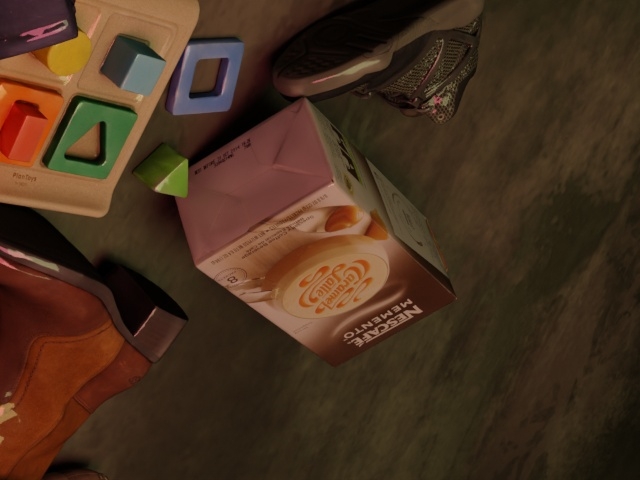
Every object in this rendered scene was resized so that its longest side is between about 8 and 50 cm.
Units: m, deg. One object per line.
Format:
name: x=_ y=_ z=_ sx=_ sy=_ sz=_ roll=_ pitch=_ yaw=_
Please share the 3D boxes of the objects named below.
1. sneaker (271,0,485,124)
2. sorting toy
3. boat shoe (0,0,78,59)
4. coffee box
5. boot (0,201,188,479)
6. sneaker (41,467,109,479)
sneaker: x=0.058 y=-0.142 z=1.377 sx=0.227 sy=0.087 sz=0.130 roll=-31 pitch=131 yaw=-35
sorting toy: x=-0.184 y=-0.110 z=1.179 sx=0.347 sy=0.047 sz=0.196 roll=9 pitch=111 yaw=-49
boat shoe: x=-0.293 y=-0.155 z=0.885 sx=0.340 sy=0.127 sz=0.158 roll=-5 pitch=145 yaw=2
coffee box: x=0.000 y=0.000 z=1.378 sx=0.141 sy=0.098 sz=0.246 roll=-30 pitch=145 yaw=15
boot: x=-0.272 y=0.116 z=1.254 sx=0.280 sy=0.096 sz=0.264 roll=-48 pitch=150 yaw=4
sneaker: x=-0.232 y=0.289 z=1.414 sx=0.071 sy=0.066 sz=0.188 roll=-4 pitch=121 yaw=-46
